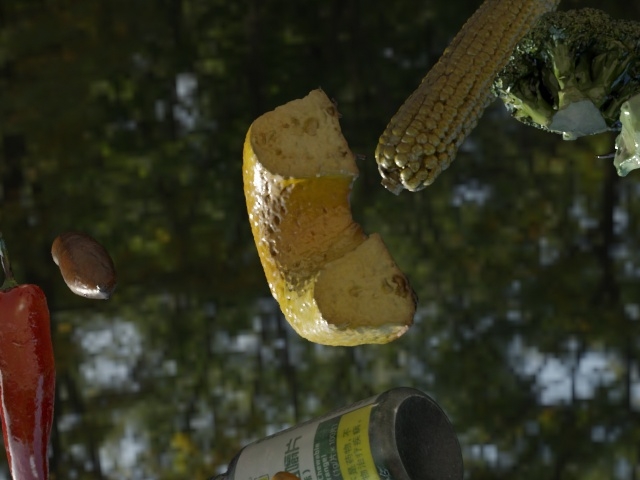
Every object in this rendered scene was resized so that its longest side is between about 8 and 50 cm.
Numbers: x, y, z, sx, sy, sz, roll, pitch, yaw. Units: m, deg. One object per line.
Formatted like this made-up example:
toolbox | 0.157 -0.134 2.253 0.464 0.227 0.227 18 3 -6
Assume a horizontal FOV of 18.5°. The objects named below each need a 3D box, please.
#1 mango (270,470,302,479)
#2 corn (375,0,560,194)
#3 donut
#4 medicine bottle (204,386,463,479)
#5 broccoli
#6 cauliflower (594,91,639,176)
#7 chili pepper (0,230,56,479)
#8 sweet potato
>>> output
mango | -0.017 0.234 1.681 0.046 0.089 0.060 -26 -155 -2
corn | 0.172 -0.188 2.320 0.320 0.097 0.097 -53 -146 -3
donut | 0.001 0.006 1.829 0.101 0.152 0.259 -16 -116 -18
medicine bottle | -0.001 0.261 2.082 0.293 0.141 0.141 -24 -172 34
broccoli | 0.247 -0.157 1.913 0.162 0.145 0.138 9 -142 2
cauliflower | 0.372 -0.126 1.784 0.315 0.256 0.239 -19 159 30
chili pepper | -0.280 0.123 1.844 0.063 0.272 0.071 -5 -175 11
sweet potato | -0.255 0.021 2.101 0.057 0.057 0.264 -9 -165 -14
